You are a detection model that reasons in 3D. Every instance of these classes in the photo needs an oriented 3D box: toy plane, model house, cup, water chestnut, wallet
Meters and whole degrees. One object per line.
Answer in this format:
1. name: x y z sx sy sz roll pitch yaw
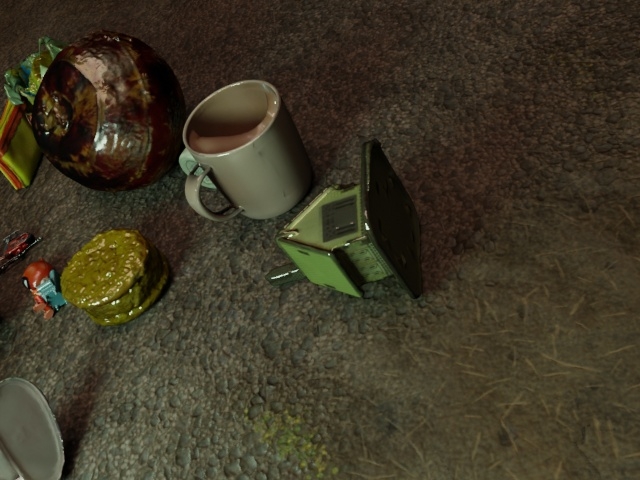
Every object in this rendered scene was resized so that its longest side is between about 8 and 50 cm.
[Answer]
1. toy plane: -0.668 0.026 1.656 0.145 0.037 0.060 -37 56 -12
2. model house: 0.000 0.000 1.227 0.278 0.218 0.205 -16 46 20
3. cup: -0.140 -0.135 1.410 0.191 0.200 0.253 18 61 36
4. water chestnut: -0.427 -0.268 1.625 0.350 0.302 0.351 2 94 32
5. wallet: -0.720 -0.255 1.847 0.067 0.141 0.241 -10 49 12

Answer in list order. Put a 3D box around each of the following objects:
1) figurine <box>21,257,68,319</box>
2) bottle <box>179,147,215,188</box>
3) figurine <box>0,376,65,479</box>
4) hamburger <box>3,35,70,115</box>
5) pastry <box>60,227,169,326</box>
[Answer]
1. figurine: -0.548 0.086 1.522 0.075 0.068 0.140 -38 48 -4
2. bottle: -0.187 -0.229 1.581 0.104 0.104 0.245 11 58 33
3. figurine: -0.609 0.303 1.242 0.315 0.284 0.207 -18 44 28
4. hamburger: -0.610 -0.396 1.835 0.275 0.151 0.261 22 40 -2
5. pastry: -0.381 0.068 1.428 0.188 0.103 0.189 -14 48 16
